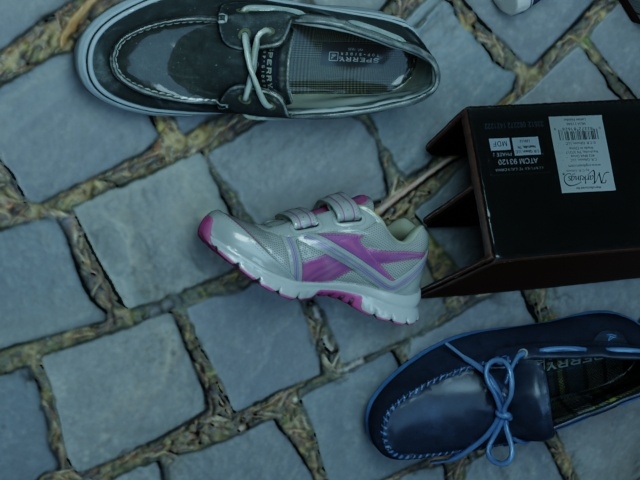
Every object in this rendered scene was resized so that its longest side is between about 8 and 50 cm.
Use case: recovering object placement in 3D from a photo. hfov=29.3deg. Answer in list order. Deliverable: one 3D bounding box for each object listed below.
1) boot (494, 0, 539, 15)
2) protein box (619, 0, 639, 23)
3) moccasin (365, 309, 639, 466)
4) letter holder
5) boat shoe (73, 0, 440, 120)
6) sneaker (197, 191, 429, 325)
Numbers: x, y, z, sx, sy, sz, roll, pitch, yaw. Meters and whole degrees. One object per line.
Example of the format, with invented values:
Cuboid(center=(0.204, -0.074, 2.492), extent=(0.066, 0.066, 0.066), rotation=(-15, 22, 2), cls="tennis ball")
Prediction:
Cuboid(center=(0.188, -0.319, 1.179), extent=(0.086, 0.069, 0.190), rotation=(-32, 124, -16), cls="boot")
Cuboid(center=(0.364, -0.342, 1.192), extent=(0.200, 0.136, 0.201), rotation=(-42, 117, -3), cls="protein box")
Cuboid(center=(0.216, 0.152, 1.310), extent=(0.342, 0.117, 0.138), rotation=(-21, 113, -13), cls="moccasin")
Cuboid(center=(0.256, -0.038, 1.262), extent=(0.302, 0.214, 0.152), rotation=(-4, 77, -18), cls="letter holder")
Cuboid(center=(-0.048, -0.169, 1.104), extent=(0.335, 0.119, 0.121), rotation=(-6, 109, -19), cls="boat shoe")
Cuboid(center=(0.000, 0.000, 1.197), extent=(0.252, 0.103, 0.111), rotation=(15, 98, -31), cls="sneaker")
